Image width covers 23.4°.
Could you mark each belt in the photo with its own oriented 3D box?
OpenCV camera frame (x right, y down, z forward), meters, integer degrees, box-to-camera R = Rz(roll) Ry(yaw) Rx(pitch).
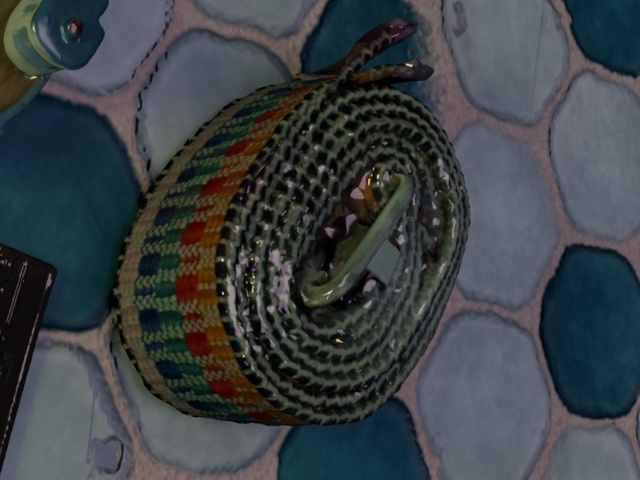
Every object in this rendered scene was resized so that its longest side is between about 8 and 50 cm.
[{"bbox_3d":[0.000,0.000,1.099,0.295,0.160,0.207,-51,119,-34],"label":"belt"}]

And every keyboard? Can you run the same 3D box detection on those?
[{"bbox_3d":[-0.210,0.081,0.995,0.053,0.010,0.155,29,67,-39],"label":"keyboard"}]

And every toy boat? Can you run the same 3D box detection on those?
[{"bbox_3d":[-0.192,-0.138,0.974,0.088,0.102,0.215,48,57,-26],"label":"toy boat"}]
